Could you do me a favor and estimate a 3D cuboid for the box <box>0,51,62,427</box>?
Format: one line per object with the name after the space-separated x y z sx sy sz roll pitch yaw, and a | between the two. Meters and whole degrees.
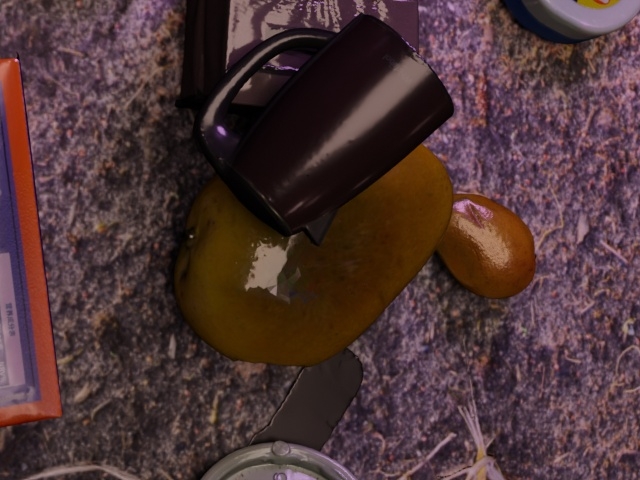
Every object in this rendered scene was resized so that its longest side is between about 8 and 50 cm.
-0.419 0.010 1.412 0.256 0.318 0.349 -8 92 -23 | box

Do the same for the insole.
-0.052 0.265 1.742 0.109 0.007 0.322 39 75 -20 | insole

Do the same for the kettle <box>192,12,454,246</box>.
-0.006 -0.127 1.509 0.232 0.144 0.202 -42 93 -7 | kettle

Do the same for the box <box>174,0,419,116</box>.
-0.024 -0.216 1.663 0.252 0.188 0.153 3 91 -21 | box

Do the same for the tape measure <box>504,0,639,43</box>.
0.390 -0.344 1.886 0.351 0.098 0.215 23 79 -19 | tape measure

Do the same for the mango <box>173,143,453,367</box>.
0.000 0.000 1.662 0.364 0.182 0.253 -26 104 -17 | mango

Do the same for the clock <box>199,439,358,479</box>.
-0.047 0.352 1.677 0.236 0.053 0.237 6 57 -10 | clock

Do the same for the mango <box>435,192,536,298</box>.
0.205 0.002 1.815 0.115 0.089 0.165 -40 102 -9 | mango
